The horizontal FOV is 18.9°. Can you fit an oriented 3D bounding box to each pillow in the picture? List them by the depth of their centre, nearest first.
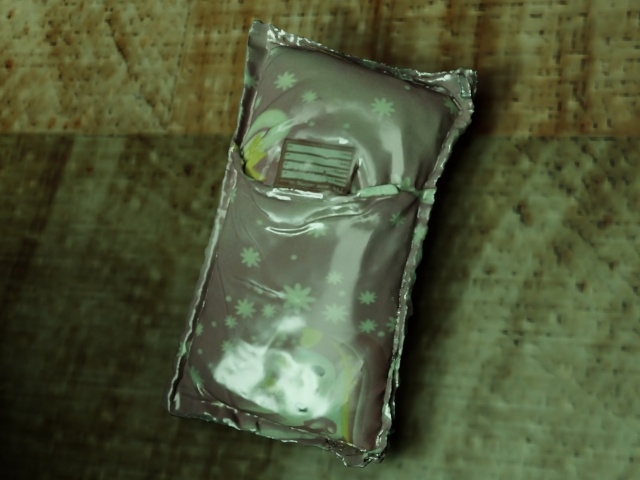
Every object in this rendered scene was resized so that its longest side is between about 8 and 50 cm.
[{"bbox_3d":[0.000,0.000,0.834,0.118,0.043,0.185,11,82,25],"label":"pillow"}]
